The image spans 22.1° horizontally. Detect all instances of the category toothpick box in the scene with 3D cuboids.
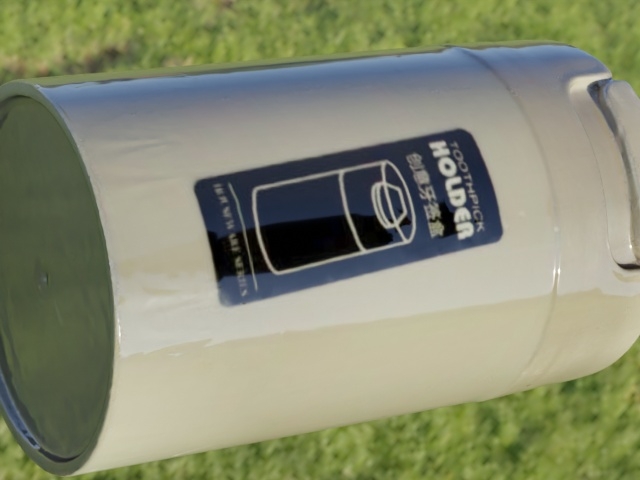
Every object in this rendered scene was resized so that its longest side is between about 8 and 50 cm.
[{"bbox_3d":[0.000,0.000,0.477,0.180,0.111,0.111,-7,45,-31],"label":"toothpick box"}]
